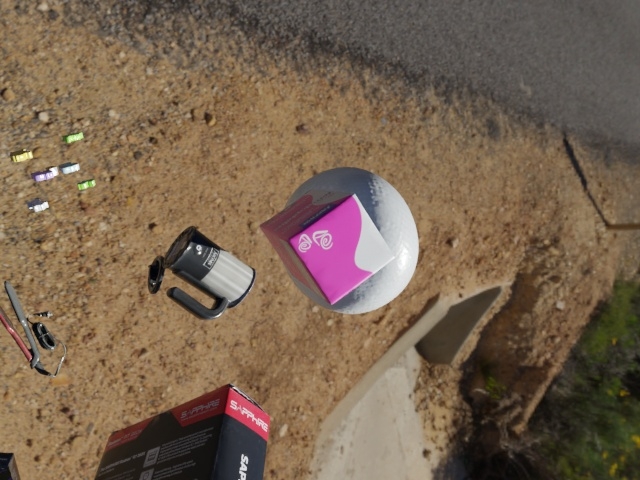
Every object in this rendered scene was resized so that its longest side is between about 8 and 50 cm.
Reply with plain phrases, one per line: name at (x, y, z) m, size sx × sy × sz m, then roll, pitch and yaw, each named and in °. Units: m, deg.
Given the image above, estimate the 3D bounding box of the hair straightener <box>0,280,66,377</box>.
hair straightener at (-0.610, 0.184, 1.099) m, size 0.089 × 0.047 × 0.230 m, roll -31°, pitch 91°, yaw -22°

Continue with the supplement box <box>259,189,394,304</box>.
supplement box at (0.000, 0.000, 0.775) m, size 0.111 × 0.220 × 0.113 m, roll -36°, pitch 106°, yaw -10°

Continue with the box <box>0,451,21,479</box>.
box at (-0.611, 0.425, 0.936) m, size 0.116 × 0.162 × 0.029 m, roll 10°, pitch 41°, yaw -12°

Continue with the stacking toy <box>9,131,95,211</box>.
stacking toy at (-0.750, -0.198, 1.476) m, size 0.221 × 0.052 × 0.166 m, roll -37°, pitch 135°, yaw -46°

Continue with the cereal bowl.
cereal bowl at (0.037, 0.012, 1.158) m, size 0.141 × 0.339 × 0.338 m, roll -24°, pitch 106°, yaw -55°

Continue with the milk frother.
milk frother at (-0.212, 0.062, 0.892) m, size 0.135 × 0.143 × 0.129 m, roll 40°, pitch 73°, yaw -27°

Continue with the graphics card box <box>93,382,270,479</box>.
graphics card box at (-0.185, 0.368, 0.569) m, size 0.094 × 0.233 × 0.370 m, roll 49°, pitch 26°, yaw -31°
